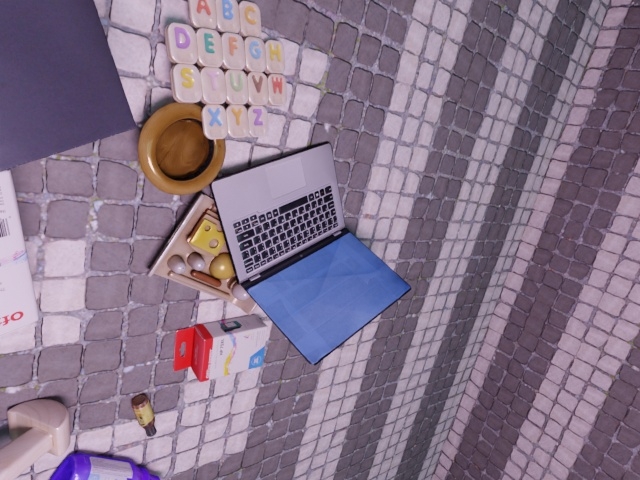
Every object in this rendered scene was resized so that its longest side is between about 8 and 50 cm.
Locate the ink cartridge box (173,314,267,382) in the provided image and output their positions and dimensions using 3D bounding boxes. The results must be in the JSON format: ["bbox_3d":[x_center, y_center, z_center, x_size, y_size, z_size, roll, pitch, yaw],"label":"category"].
[{"bbox_3d":[-0.267,0.291,1.092,0.231,0.078,0.134,-5,113,-37],"label":"ink cartridge box"}]

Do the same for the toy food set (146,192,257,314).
[{"bbox_3d":[-0.232,0.045,0.994,0.306,0.092,0.219,34,88,-44],"label":"toy food set"}]

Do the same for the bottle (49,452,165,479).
[{"bbox_3d":[-0.526,0.622,1.028,0.118,0.092,0.283,-53,133,-8],"label":"bottle"}]

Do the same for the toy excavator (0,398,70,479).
[{"bbox_3d":[-0.728,0.450,0.671,0.446,0.433,0.222,6,108,-11],"label":"toy excavator"}]

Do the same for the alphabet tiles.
[{"bbox_3d":[-0.181,-0.356,0.845,0.284,0.021,0.277,-17,111,-45],"label":"alphabet tiles"}]

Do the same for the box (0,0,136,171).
[{"bbox_3d":[-0.441,-0.271,0.484,0.179,0.343,0.312,-39,133,-44],"label":"box"}]

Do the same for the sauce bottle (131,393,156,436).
[{"bbox_3d":[-0.451,0.456,1.045,0.042,0.042,0.128,-22,121,-30],"label":"sauce bottle"}]

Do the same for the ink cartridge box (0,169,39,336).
[{"bbox_3d":[-0.563,0.026,0.589,0.201,0.117,0.278,-26,133,-49],"label":"ink cartridge box"}]

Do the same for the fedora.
[{"bbox_3d":[-0.293,-0.190,0.839,0.194,0.079,0.194,-15,112,-42],"label":"fedora"}]

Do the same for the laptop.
[{"bbox_3d":[0.000,0.000,0.992,0.382,0.236,0.407,-28,117,-37],"label":"laptop"}]
